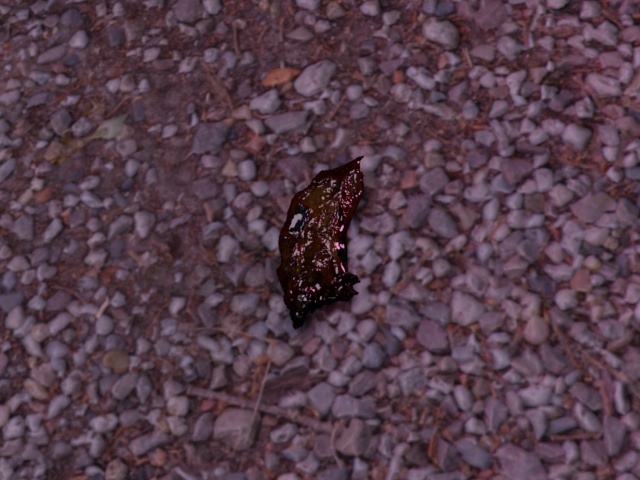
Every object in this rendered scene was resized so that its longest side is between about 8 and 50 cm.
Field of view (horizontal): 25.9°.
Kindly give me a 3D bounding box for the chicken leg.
[{"bbox_3d":[0.000,0.000,1.678,0.105,0.063,0.233,2,61,5],"label":"chicken leg"}]
